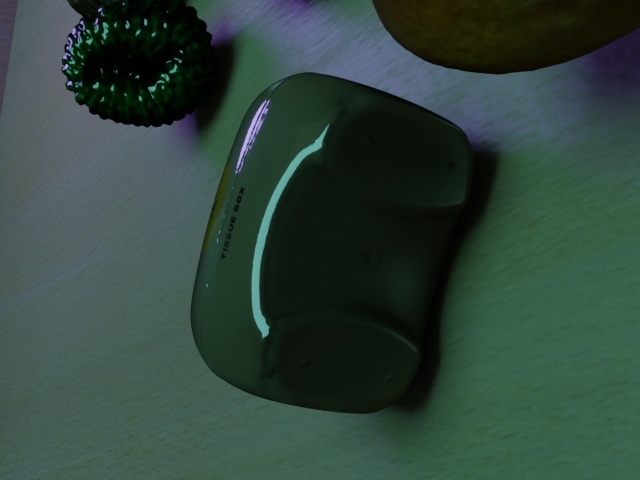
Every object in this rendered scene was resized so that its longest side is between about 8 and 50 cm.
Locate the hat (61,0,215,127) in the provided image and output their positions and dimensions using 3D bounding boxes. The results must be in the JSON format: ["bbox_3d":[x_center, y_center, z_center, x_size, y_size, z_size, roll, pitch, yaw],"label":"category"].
[{"bbox_3d":[-0.326,-0.350,2.155,0.332,0.274,0.242,-90,10,-74],"label":"hat"}]

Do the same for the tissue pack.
[{"bbox_3d":[0.000,0.000,1.394,0.277,0.267,0.387,23,99,61],"label":"tissue pack"}]

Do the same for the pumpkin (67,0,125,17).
[{"bbox_3d":[-0.411,-0.601,2.364,0.225,0.256,0.303,-22,74,51],"label":"pumpkin"}]

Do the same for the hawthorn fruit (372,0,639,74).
[{"bbox_3d":[0.206,-0.383,1.058,0.472,0.472,0.471,-31,51,50],"label":"hawthorn fruit"}]
